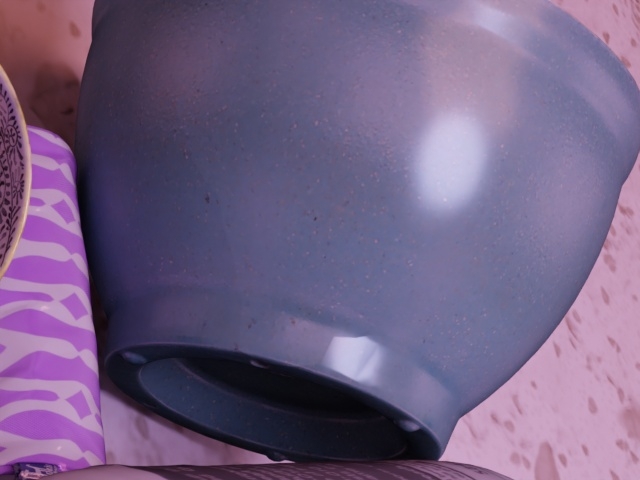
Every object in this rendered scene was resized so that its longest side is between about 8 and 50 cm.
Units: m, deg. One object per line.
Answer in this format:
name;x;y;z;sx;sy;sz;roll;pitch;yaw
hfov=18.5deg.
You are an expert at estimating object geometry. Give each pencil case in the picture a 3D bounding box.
pencil case;-0.147;0.043;0.898;0.088;0.086;0.206;2;53;-16

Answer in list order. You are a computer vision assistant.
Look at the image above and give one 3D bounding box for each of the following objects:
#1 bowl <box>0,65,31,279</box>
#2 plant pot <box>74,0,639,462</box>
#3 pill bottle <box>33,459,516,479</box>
bowl;-0.203;-0.024;0.847;0.080;0.170;0.170;82;-14;-84
plant pot;0.000;0.000;0.991;0.293;0.293;0.196;33;64;-39
pill bottle;-0.041;0.193;0.810;0.361;0.204;0.204;8;63;-52
